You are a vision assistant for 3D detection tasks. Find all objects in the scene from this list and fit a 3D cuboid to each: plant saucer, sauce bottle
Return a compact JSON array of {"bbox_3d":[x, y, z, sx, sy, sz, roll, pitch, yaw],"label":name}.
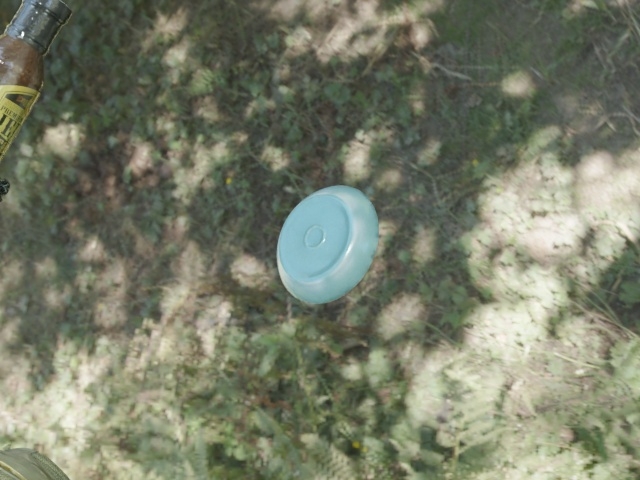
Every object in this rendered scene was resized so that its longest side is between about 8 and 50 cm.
[{"bbox_3d":[0.000,0.000,0.823,0.119,0.021,0.119,-16,62,33],"label":"plant saucer"},{"bbox_3d":[-0.473,-0.204,1.251,0.111,0.111,0.344,24,84,39],"label":"sauce bottle"}]

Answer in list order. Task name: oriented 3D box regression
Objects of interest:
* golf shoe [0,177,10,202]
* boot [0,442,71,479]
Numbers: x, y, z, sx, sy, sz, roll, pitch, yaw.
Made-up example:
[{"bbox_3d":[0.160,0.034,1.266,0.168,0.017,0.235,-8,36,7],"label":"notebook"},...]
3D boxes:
[{"bbox_3d":[-0.657,-0.050,1.588,0.094,0.077,0.198,-11,29,43],"label":"golf shoe"},{"bbox_3d":[-0.341,0.214,0.793,0.262,0.203,0.095,25,80,0],"label":"boot"}]
